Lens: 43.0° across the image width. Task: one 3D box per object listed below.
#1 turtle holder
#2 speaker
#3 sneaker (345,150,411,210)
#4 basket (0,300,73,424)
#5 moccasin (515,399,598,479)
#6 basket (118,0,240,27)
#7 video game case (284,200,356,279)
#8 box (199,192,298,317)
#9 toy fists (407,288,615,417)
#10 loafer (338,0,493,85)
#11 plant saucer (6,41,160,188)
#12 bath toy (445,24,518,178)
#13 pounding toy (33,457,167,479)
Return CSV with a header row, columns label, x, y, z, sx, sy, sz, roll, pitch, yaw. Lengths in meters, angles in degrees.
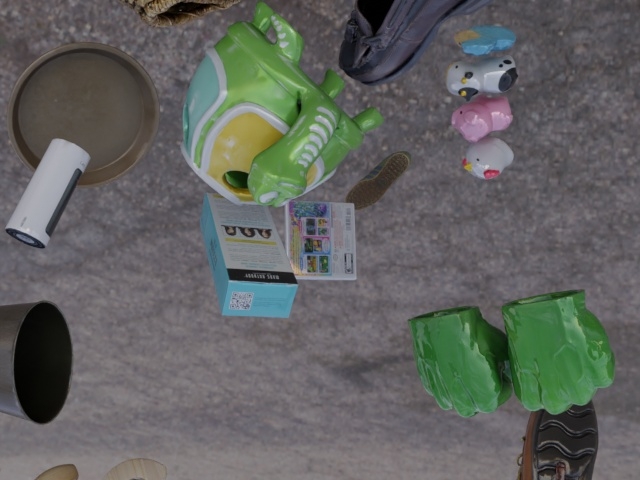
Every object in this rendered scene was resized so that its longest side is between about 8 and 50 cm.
label,x,y,z,sx,sy,sz,roll,pitch,yaw
turtle holder,-0.059,-0.150,1.107,0.227,0.320,0.243,-45,147,8
speaker,-0.347,-0.061,1.039,0.055,0.136,0.055,18,159,7
sneaker,0.145,-0.145,1.937,0.192,0.086,0.064,-41,92,25
basket,-0.543,0.189,1.320,0.227,0.204,0.154,3,-162,17
moccasin,0.422,0.440,1.481,0.139,0.379,0.147,8,162,-5
basket,-0.197,-0.427,1.318,0.223,0.213,0.299,33,-162,0
video game case,0.000,0.000,1.612,0.143,0.157,0.019,2,169,-17
box,-0.112,0.016,1.207,0.101,0.244,0.060,5,121,-19
toy fists,0.240,0.149,1.042,0.279,0.142,0.096,-14,179,41
loafer,0.079,-0.243,0.793,0.095,0.109,0.302,11,165,-23
plant saucer,-0.432,-0.229,1.490,0.278,0.278,0.041,36,-176,-40
bath toy,0.349,-0.278,1.753,0.152,0.129,0.348,-1,125,13
pounding toy,-0.286,0.423,1.193,0.269,0.154,0.155,52,145,11
